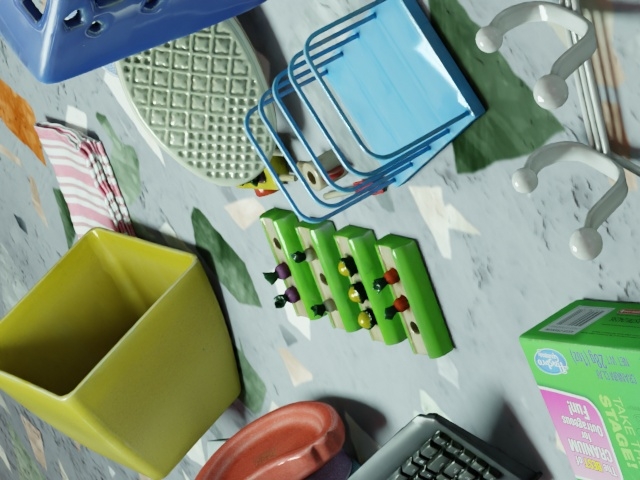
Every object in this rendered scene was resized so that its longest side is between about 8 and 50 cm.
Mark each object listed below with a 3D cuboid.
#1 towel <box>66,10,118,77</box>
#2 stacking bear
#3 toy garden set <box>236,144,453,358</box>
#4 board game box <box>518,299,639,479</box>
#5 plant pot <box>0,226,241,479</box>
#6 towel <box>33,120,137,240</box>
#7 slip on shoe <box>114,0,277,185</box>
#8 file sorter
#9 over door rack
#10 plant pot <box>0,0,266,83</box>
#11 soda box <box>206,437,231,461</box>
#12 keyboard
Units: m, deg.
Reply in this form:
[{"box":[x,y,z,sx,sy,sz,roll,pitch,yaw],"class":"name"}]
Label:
[{"box":[-0.233,-0.303,1.794,0.209,0.034,0.285,52,154,16],"class":"towel"},{"box":[0.015,0.318,1.852,0.289,0.175,0.164,57,-176,-15],"class":"stacking bear"},{"box":[0.000,0.000,1.653,0.244,0.049,0.204,13,128,58],"class":"toy garden set"},{"box":[0.285,0.199,1.304,0.242,0.064,0.316,1,117,62],"class":"board game box"},{"box":[-0.214,0.138,2.026,0.212,0.212,0.187,14,145,50],"class":"plant pot"},{"box":[-0.266,-0.041,2.143,0.144,0.029,0.197,21,135,56],"class":"towel"},{"box":[-0.144,-0.196,1.635,0.331,0.123,0.101,54,-171,0],"class":"slip on shoe"},{"box":[0.026,-0.098,1.432,0.118,0.104,0.170,58,155,5],"class":"file sorter"},{"box":[0.198,-0.098,1.102,0.324,0.108,0.239,25,138,52],"class":"over door rack"},{"box":[-0.167,-0.297,1.444,0.236,0.236,0.212,53,149,19],"class":"plant pot"},{"box":[-0.059,0.351,1.957,0.098,0.091,0.286,168,102,-64],"class":"soda box"},{"box":[0.096,0.279,1.662,0.201,0.033,0.317,31,136,-9],"class":"keyboard"}]
